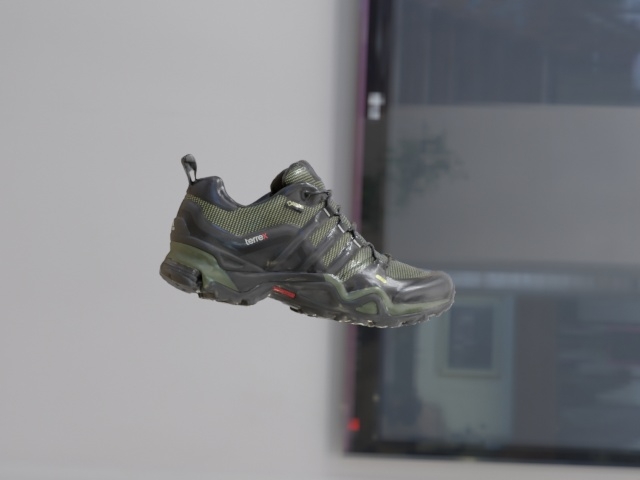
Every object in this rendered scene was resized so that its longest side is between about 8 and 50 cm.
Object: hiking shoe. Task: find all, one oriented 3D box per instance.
[{"bbox_3d":[0.000,0.000,1.162,0.086,0.226,0.114,-176,-85,-71],"label":"hiking shoe"}]
